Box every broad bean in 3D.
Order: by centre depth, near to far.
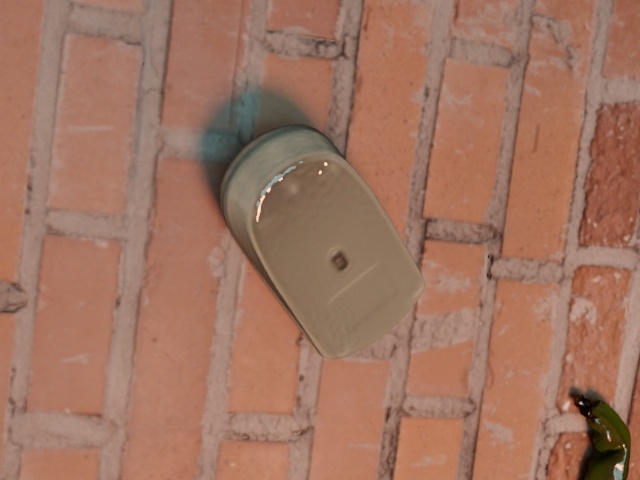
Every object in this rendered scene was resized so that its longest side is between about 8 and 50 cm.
[{"bbox_3d":[0.284,0.255,0.929,0.061,0.046,0.195,2,90,-4],"label":"broad bean"}]

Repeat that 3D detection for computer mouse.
[{"bbox_3d":[0.000,0.000,0.817,0.128,0.079,0.231,-34,118,-7],"label":"computer mouse"}]
